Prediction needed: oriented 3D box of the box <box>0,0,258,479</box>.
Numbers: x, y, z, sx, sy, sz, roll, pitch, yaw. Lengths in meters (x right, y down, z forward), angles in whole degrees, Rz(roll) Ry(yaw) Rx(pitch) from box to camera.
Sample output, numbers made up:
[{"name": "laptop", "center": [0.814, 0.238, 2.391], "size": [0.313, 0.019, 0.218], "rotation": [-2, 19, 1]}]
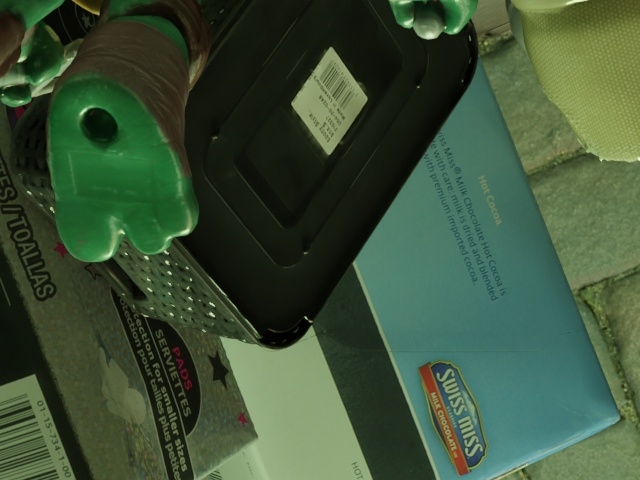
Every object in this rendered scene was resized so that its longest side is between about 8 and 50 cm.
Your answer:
[{"name": "box", "center": [-0.160, 0.017, 0.741], "size": [0.163, 0.247, 0.142], "rotation": [-20, -177, 26]}]

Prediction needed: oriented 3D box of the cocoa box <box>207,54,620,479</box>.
[{"name": "cocoa box", "center": [0.000, 0.000, 1.052], "size": [0.228, 0.347, 0.231], "rotation": [-22, -178, -15]}]

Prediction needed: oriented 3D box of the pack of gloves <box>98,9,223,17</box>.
[{"name": "pack of gloves", "center": [-0.121, -0.046, 0.824], "size": [0.232, 0.195, 0.046], "rotation": [-21, 154, 26]}]

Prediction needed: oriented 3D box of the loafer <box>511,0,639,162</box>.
[{"name": "loafer", "center": [0.139, -0.081, 0.663], "size": [0.102, 0.092, 0.268], "rotation": [-6, -175, 27]}]

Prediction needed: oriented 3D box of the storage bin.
[{"name": "storage bin", "center": [-0.026, -0.059, 0.676], "size": [0.084, 0.122, 0.180], "rotation": [11, -122, 45]}]

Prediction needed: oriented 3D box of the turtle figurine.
[{"name": "turtle figurine", "center": [-0.054, -0.085, 0.498], "size": [0.175, 0.118, 0.234], "rotation": [-9, -152, 26]}]

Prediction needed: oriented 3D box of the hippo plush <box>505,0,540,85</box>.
[{"name": "hippo plush", "center": [0.252, -0.205, 1.208], "size": [0.237, 0.234, 0.294], "rotation": [9, 144, -21]}]
